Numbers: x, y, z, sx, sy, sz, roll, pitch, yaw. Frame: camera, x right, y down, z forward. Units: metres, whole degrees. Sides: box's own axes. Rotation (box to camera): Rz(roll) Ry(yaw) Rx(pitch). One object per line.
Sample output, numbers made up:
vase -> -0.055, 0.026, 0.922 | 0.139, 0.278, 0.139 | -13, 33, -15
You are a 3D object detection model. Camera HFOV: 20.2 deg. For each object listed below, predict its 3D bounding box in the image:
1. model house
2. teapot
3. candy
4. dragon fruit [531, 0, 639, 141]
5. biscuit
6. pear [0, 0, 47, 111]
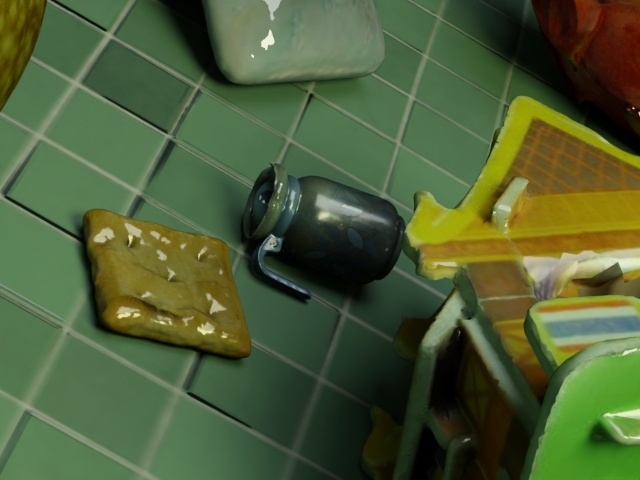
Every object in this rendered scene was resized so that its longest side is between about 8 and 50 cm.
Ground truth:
model house -> 0.196, 0.040, 0.852 | 0.357, 0.243, 0.313 | -5, 39, -16
teapot -> -0.001, -0.001, 0.973 | 0.083, 0.064, 0.049 | 19, 5, -18
candy -> -0.027, -0.182, 1.102 | 0.138, 0.071, 0.174 | -9, 82, -47
dragon fruit -> 0.283, -0.169, 1.266 | 0.315, 0.250, 0.250 | -7, 49, -22
biscuit -> -0.076, 0.021, 0.895 | 0.083, 0.018, 0.081 | 15, 37, -28
pear -> -0.248, -0.135, 0.728 | 0.283, 0.283, 0.284 | 23, 35, -17
